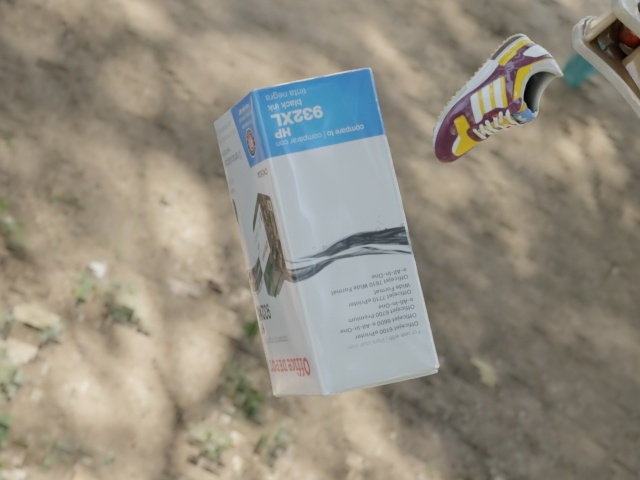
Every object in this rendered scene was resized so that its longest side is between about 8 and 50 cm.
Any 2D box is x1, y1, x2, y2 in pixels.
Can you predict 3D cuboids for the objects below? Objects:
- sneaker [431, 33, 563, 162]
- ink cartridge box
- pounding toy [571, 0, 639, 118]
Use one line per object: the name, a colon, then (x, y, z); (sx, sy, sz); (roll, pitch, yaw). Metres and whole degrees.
sneaker: (0.211, -0.157, 2.070); (0.084, 0.185, 0.069); (45, 17, 32)
ink cartridge box: (0.000, 0.000, 1.752); (0.129, 0.307, 0.223); (-12, -2, -15)
pounding toy: (0.392, -0.223, 1.913); (0.154, 0.155, 0.269); (1, 57, -46)
